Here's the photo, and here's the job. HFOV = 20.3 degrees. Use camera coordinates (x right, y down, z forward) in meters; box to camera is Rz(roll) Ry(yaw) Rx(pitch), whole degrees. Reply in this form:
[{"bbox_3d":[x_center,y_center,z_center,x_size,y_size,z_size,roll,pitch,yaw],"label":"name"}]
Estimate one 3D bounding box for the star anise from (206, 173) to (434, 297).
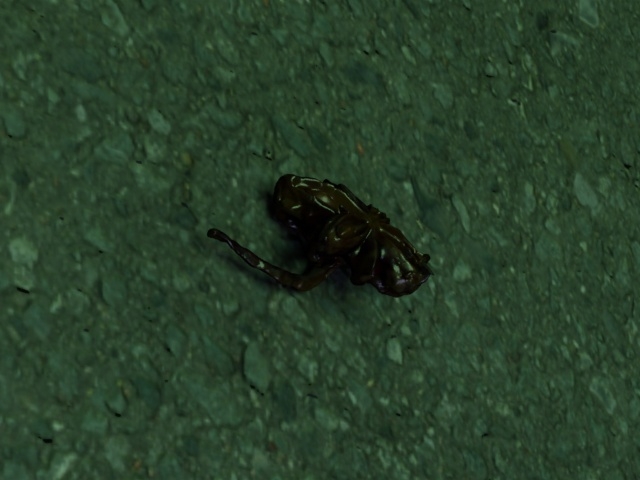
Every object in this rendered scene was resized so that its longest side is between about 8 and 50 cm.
[{"bbox_3d":[0.000,0.000,1.258,0.190,0.070,0.097,18,34,-40],"label":"star anise"}]
